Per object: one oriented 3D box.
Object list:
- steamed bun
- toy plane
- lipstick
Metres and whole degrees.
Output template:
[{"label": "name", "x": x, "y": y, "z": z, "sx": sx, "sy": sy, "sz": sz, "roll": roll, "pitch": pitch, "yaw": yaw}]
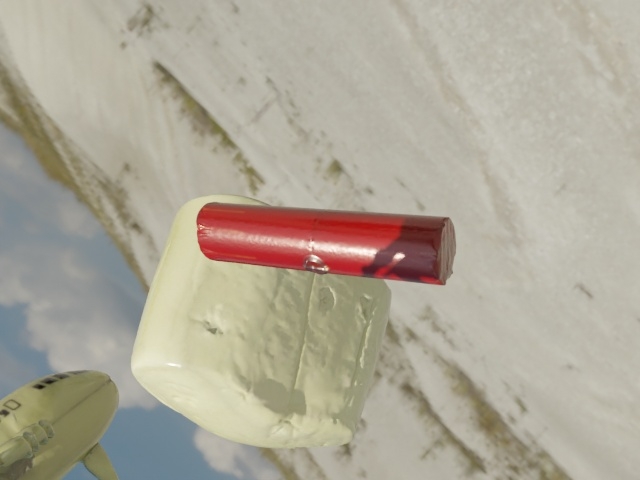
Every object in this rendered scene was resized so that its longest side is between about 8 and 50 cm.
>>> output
[{"label": "steamed bun", "x": -0.112, "y": 0.160, "z": 1.633, "sx": 0.289, "sy": 0.371, "sz": 0.456, "roll": -6, "pitch": 149, "yaw": 43}, {"label": "toy plane", "x": -0.210, "y": 0.156, "z": 0.569, "sx": 0.092, "sy": 0.244, "sz": 0.229, "roll": 57, "pitch": 137, "yaw": 5}, {"label": "lipstick", "x": 0.000, "y": 0.000, "z": 1.009, "sx": 0.279, "sy": 0.073, "sz": 0.073, "roll": 5, "pitch": 162, "yaw": 25}]
